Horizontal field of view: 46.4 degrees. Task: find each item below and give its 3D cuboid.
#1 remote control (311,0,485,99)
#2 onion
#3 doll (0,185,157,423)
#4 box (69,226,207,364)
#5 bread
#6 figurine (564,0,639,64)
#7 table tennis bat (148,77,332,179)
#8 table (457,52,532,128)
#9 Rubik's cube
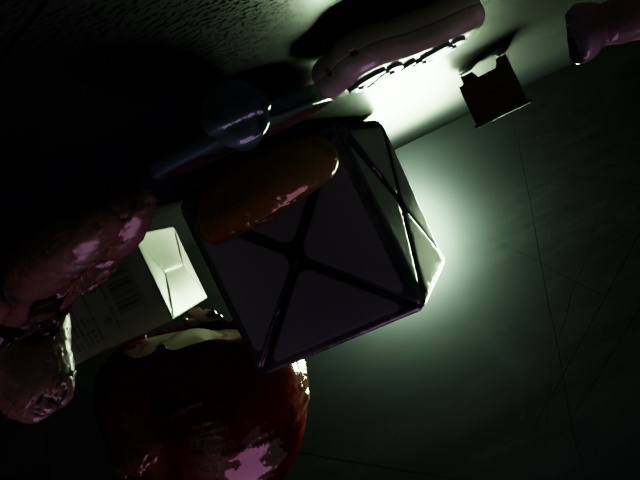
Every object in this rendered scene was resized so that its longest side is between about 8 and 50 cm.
[{"bbox_3d":[0.054,-0.133,0.513,0.122,0.032,0.074,-26,-178,-23],"label":"remote control"},{"bbox_3d":[-0.176,0.260,1.157,0.341,0.341,0.341,-26,-178,1],"label":"onion"},{"bbox_3d":[-0.246,0.070,0.667,0.303,0.156,0.201,-30,178,33],"label":"doll"},{"bbox_3d":[-0.384,0.116,1.202,0.341,0.144,0.225,-24,-179,6],"label":"box"},{"bbox_3d":[-0.067,-0.062,0.823,0.189,0.077,0.114,-26,-159,21],"label":"bread"},{"bbox_3d":[0.282,-0.171,0.384,0.287,0.176,0.186,-12,-155,-7],"label":"figurine"},{"bbox_3d":[-0.058,-0.081,0.533,0.152,0.040,0.244,-25,-174,-3],"label":"table tennis bat"},{"bbox_3d":[0.251,-0.220,1.088,0.083,0.082,0.070,-25,-178,23],"label":"table"},{"bbox_3d":[0.000,0.000,1.034,0.259,0.255,0.260,-26,-178,20],"label":"Rubik's cube"}]
